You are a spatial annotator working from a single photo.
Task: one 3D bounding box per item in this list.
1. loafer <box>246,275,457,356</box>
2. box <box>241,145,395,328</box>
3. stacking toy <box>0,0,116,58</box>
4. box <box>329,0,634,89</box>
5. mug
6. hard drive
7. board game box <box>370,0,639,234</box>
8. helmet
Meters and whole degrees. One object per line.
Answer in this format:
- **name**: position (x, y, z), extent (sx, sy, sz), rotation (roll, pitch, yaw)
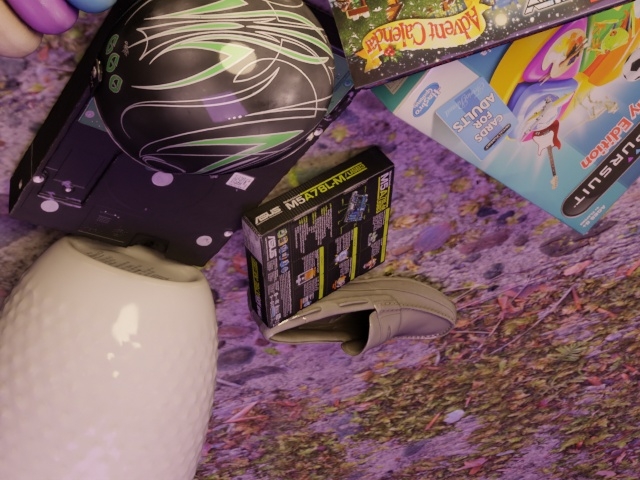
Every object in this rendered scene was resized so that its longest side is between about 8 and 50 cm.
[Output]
- **loafer**: position (0.052, 0.110, 1.159), extent (0.320, 0.111, 0.112), rotation (7, 138, -25)
- **box**: position (0.000, 0.000, 1.005), extent (0.184, 0.045, 0.190), rotation (-31, 149, -21)
- **stacking toy**: position (-0.116, -0.257, 0.625), extent (0.330, 0.141, 0.141), rotation (-22, 143, 4)
- **box**: position (0.117, -0.233, 0.682), extent (0.233, 0.159, 0.044), rotation (-16, -176, 17)
- **mug**: position (-0.239, 0.171, 1.009), extent (0.374, 0.276, 0.328), rotation (-2, 112, -68)
- **hard drive**: position (-0.136, -0.115, 0.851), extent (0.237, 0.064, 0.339), rotation (16, 134, -34)
- **board game box**: position (0.243, -0.170, 0.837), extent (0.336, 0.079, 0.253), rotation (24, 114, -39)
- **helmet**: position (-0.076, -0.129, 0.656), extent (0.162, 0.169, 0.169), rotation (-14, 149, 36)
